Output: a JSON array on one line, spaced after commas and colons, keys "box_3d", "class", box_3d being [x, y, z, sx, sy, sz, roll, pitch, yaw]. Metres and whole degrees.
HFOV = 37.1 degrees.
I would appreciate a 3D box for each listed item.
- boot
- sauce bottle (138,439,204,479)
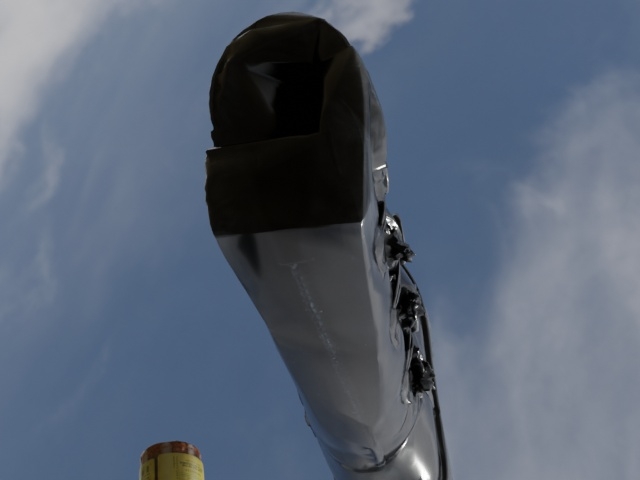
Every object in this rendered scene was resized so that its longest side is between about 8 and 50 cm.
[{"box_3d": [0.001, 0.001, 0.802, 0.146, 0.445, 0.367, -21, -132, 2], "class": "boot"}, {"box_3d": [-0.087, 0.182, 0.562, 0.042, 0.042, 0.128, -28, -134, 23], "class": "sauce bottle"}]
